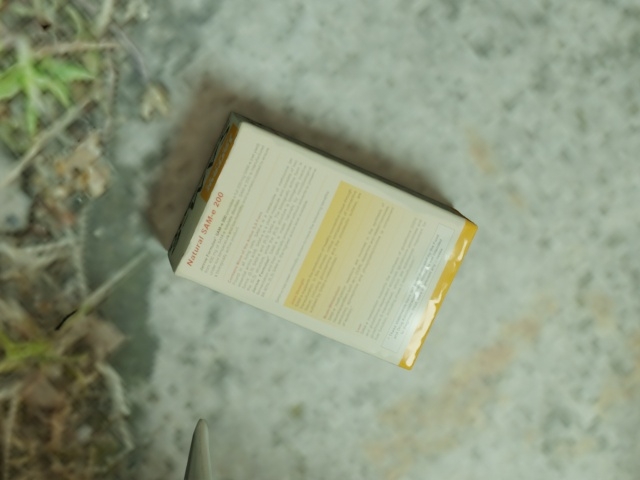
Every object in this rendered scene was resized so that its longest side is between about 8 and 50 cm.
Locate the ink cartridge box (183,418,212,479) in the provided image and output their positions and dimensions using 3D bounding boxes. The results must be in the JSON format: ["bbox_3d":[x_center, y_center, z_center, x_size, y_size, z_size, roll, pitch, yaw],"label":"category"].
[{"bbox_3d":[-0.008,0.260,0.617,0.119,0.207,0.353,6,111,-9],"label":"ink cartridge box"}]

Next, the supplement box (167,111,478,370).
[{"bbox_3d":[0.000,0.000,0.682,0.098,0.036,0.062,24,97,-13],"label":"supplement box"}]
